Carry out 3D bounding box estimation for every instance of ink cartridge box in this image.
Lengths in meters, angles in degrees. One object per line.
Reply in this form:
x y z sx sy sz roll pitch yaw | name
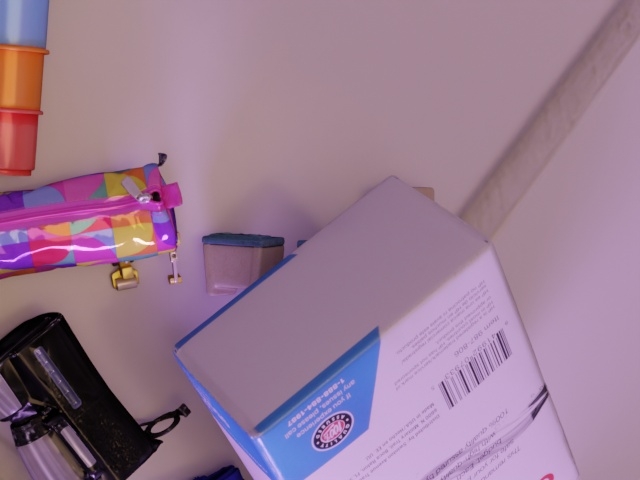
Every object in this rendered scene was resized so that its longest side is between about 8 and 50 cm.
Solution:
0.070 0.180 1.516 0.285 0.166 0.395 -38 134 -13 | ink cartridge box

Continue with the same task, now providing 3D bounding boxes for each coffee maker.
-0.255 0.162 1.531 0.178 0.120 0.171 58 40 -13 | coffee maker

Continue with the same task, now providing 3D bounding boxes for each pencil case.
-0.255 -0.018 1.501 0.236 0.104 0.104 -11 96 -7 | pencil case

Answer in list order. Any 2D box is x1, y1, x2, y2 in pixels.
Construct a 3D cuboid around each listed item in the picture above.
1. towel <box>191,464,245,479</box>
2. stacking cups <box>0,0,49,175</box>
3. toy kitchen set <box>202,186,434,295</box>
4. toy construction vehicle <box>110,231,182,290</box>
-0.117 0.418 1.569 0.228 0.076 0.308 -29 100 -40 | towel
-0.315 -0.223 1.500 0.096 0.096 0.316 6 93 -19 | stacking cups
0.000 0.000 1.628 0.207 0.166 0.122 -1 94 -55 | toy kitchen set
-0.188 0.001 1.576 0.086 0.035 0.098 -7 94 -18 | toy construction vehicle
